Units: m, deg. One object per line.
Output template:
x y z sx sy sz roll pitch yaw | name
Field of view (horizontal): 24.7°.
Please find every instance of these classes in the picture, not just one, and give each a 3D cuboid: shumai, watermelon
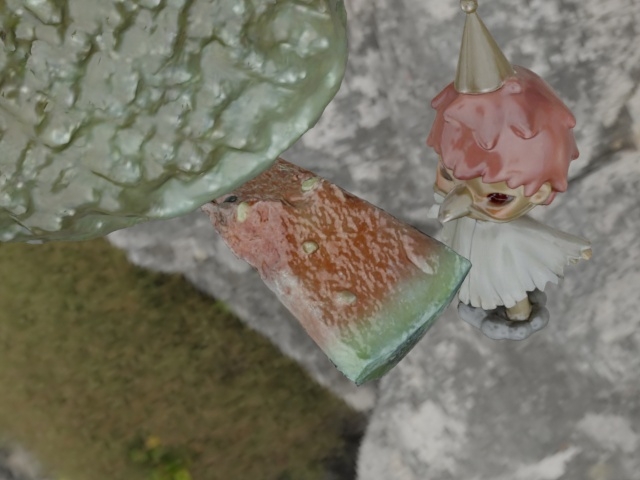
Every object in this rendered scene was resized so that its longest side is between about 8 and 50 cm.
-0.124 -0.142 0.560 0.225 0.260 0.222 -47 46 17 | shumai
0.000 0.000 1.304 0.256 0.193 0.140 38 96 1 | watermelon

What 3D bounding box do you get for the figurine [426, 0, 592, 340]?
0.181 -0.066 1.506 0.207 0.166 0.387 36 147 40 | figurine
